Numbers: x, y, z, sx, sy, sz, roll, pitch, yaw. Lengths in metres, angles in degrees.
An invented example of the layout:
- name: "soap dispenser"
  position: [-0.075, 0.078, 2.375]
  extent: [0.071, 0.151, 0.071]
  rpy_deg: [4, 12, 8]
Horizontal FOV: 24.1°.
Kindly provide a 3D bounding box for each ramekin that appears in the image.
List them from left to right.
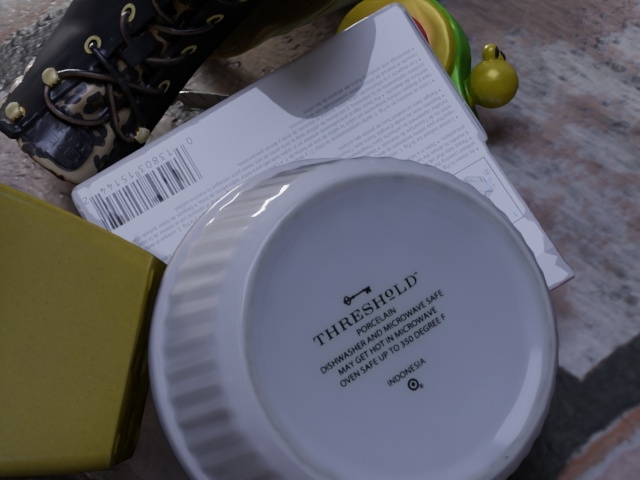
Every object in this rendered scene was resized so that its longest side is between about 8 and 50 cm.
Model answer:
- name: "ramekin"
  position: [0.031, 0.069, 0.976]
  extent: [0.273, 0.127, 0.272]
  rpy_deg: [4, 79, -19]

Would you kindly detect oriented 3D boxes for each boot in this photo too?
- name: "boot"
  position: [-0.127, -0.168, 1.171]
  extent: [0.284, 0.138, 0.377]
  rpy_deg: [-54, 23, 5]
- name: "boot"
  position: [-0.020, -0.233, 1.381]
  extent: [0.213, 0.077, 0.165]
  rpy_deg: [-14, 10, 42]

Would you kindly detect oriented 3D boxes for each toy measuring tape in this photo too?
- name: "toy measuring tape"
  position: [0.011, -0.160, 1.291]
  extent: [0.330, 0.121, 0.121]
  rpy_deg: [7, 49, 21]

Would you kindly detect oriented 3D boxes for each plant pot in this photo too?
- name: "plant pot"
  position: [-0.212, 0.066, 1.032]
  extent: [0.187, 0.212, 0.212]
  rpy_deg: [11, 85, 1]

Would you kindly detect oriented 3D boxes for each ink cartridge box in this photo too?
- name: "ink cartridge box"
  position: [0.000, 0.000, 1.144]
  extent: [0.296, 0.066, 0.261]
  rpy_deg: [-30, 75, -2]
